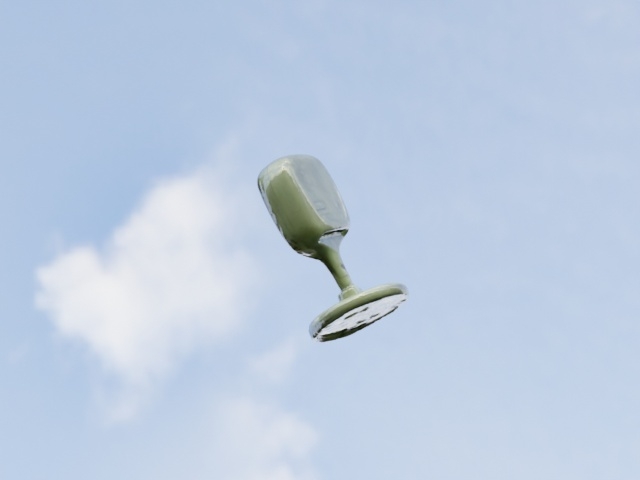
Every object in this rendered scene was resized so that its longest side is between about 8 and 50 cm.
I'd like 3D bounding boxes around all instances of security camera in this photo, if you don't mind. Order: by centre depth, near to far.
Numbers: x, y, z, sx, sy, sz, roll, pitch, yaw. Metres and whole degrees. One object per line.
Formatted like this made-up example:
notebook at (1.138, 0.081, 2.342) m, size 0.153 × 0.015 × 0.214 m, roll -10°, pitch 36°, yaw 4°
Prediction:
security camera at (0.000, 0.000, 0.945) m, size 0.058 × 0.092 × 0.058 m, roll -25°, pitch -14°, yaw -7°
